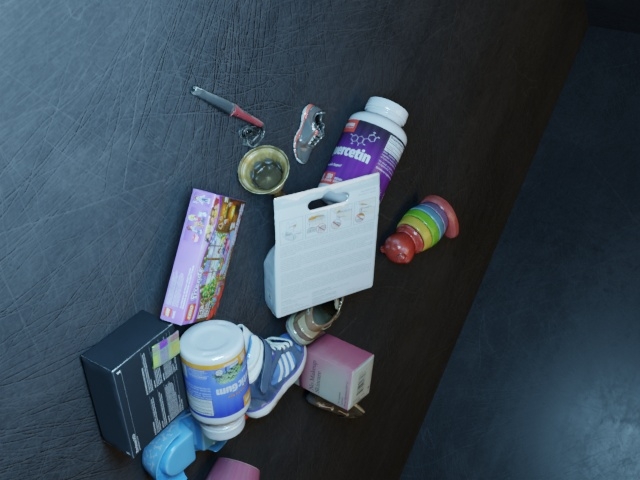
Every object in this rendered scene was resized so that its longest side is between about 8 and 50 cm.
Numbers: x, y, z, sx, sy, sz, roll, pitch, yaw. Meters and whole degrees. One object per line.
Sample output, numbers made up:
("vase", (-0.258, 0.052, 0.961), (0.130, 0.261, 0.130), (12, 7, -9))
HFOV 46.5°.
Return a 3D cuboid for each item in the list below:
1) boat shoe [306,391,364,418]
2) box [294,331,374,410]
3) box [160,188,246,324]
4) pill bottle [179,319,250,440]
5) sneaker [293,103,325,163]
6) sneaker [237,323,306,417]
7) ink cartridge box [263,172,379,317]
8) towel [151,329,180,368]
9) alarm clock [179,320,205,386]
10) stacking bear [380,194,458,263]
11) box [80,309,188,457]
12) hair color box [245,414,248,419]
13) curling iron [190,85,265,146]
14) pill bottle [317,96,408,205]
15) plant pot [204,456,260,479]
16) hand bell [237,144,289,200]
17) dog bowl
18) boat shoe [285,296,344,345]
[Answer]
("boat shoe", (0.047, 0.554, 2.557), (0.095, 0.112, 0.335), (-47, 142, -4))
("box", (0.030, 0.390, 2.279), (0.127, 0.232, 0.148), (-28, 131, -49))
("box", (-0.260, 0.038, 1.682), (0.201, 0.057, 0.293), (5, 100, -76))
("pill bottle", (-0.243, 0.336, 1.758), (0.152, 0.152, 0.272), (-38, 136, -43))
("sneaker", (-0.024, -0.274, 1.945), (0.061, 0.065, 0.158), (-15, 120, -56))
("sneaker", (-0.151, 0.296, 2.029), (0.323, 0.130, 0.236), (-55, 138, -47))
("ink cartridge box", (0.000, 0.000, 1.993), (0.308, 0.091, 0.385), (-16, 128, -22))
("towel", (-0.332, 0.235, 1.602), (0.083, 0.009, 0.060), (-35, 136, -47))
("alarm clock", (-0.296, 0.302, 1.857), (0.192, 0.064, 0.129), (-64, 151, -4))
("stacking bear", (0.335, -0.022, 2.628), (0.289, 0.175, 0.164), (-40, 142, -31))
("box", (-0.402, 0.314, 1.638), (0.184, 0.103, 0.261), (-43, 141, -46))
("hair color box", (-0.204, 0.442, 2.084), (0.141, 0.072, 0.043), (-39, 139, -43))
("curling iron", (-0.201, -0.281, 1.672), (0.274, 0.035, 0.068), (32, 79, -61))
("pill bottle", (0.128, -0.235, 2.108), (0.181, 0.181, 0.323), (36, 75, -60))
("plant pot", (-0.254, 0.711, 2.067), (0.201, 0.201, 0.180), (61, 40, -54))
("hand bell", (-0.113, -0.129, 1.872), (0.126, 0.126, 0.242), (-62, 161, -13))
("dog bowl", (-0.334, 0.501, 1.902), (0.297, 0.074, 0.166), (-35, 136, -44))
("boat shoe", (0.019, 0.184, 2.182), (0.116, 0.123, 0.324), (-36, -167, 38))
